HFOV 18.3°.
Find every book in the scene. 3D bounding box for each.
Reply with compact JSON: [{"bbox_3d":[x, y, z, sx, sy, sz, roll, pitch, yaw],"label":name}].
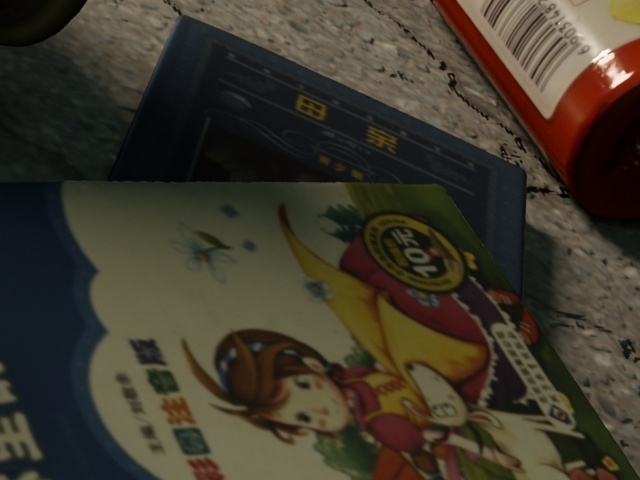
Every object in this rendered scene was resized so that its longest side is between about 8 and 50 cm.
[{"bbox_3d":[-0.031,0.060,0.701,0.322,0.018,0.228,-1,45,-36],"label":"book"},{"bbox_3d":[0.000,0.000,0.856,0.191,0.025,0.269,25,29,-7],"label":"book"}]

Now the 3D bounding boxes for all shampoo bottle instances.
[{"bbox_3d":[0.122,-0.135,1.096,0.104,0.104,0.278,8,36,-34],"label":"shampoo bottle"}]

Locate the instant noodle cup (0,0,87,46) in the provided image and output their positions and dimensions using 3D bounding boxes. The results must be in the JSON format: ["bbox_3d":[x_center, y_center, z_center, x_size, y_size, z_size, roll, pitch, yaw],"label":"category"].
[{"bbox_3d":[-0.203,-0.189,0.787,0.178,0.235,0.235,-7,45,-35],"label":"instant noodle cup"}]
